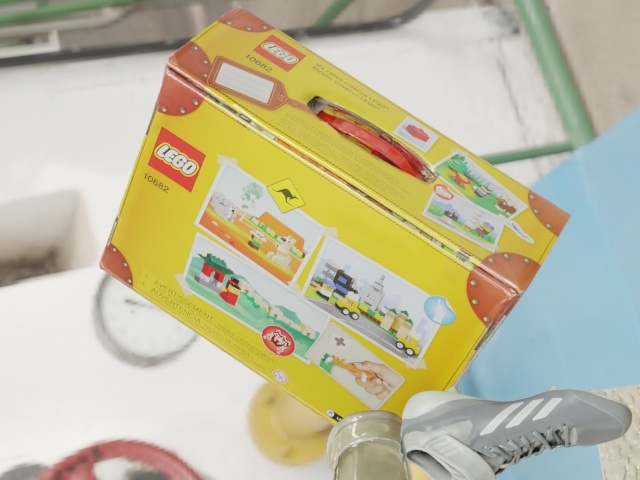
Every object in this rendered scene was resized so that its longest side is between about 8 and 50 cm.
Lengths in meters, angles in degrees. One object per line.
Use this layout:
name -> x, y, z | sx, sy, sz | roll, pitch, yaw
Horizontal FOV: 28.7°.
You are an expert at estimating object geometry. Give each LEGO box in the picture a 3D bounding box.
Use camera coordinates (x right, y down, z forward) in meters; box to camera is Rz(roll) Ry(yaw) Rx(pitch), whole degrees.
LEGO box -> 0.000, 0.000, 1.615 | 0.500, 0.193, 0.372 | 34, 132, 6

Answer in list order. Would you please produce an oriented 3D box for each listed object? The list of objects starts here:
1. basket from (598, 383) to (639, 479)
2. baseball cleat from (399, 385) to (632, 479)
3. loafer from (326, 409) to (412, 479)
basket -> 0.371, 0.247, 1.391 | 0.167, 0.113, 0.103 | -87, -15, -52
baseball cleat -> 0.173, 0.184, 1.117 | 0.109, 0.206, 0.072 | -77, -21, -44
loafer -> 0.063, 0.306, 1.436 | 0.092, 0.102, 0.268 | -107, 10, -52
